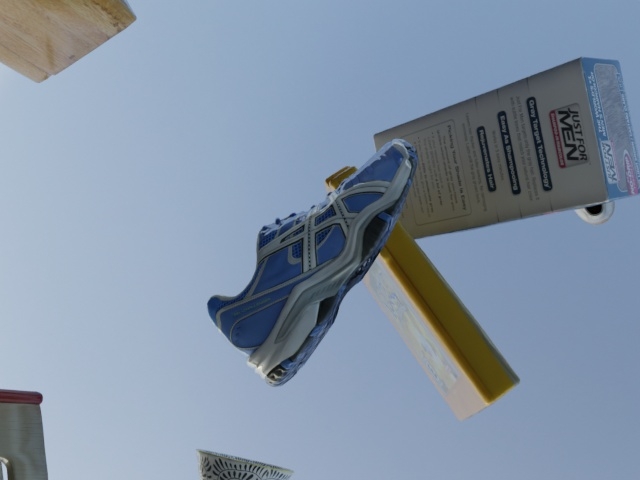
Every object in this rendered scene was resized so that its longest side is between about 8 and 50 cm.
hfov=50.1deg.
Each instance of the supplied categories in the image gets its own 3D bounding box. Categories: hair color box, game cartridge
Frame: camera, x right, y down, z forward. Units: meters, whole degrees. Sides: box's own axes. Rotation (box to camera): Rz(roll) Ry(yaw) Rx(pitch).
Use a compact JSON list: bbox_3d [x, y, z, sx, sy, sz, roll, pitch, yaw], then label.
[{"bbox_3d":[0.238,-0.108,0.935,0.347,0.105,0.174,-12,-92,50],"label":"hair color box"},{"bbox_3d":[0.114,0.077,0.883,0.052,0.285,0.324,-35,-108,-6],"label":"game cartridge"}]

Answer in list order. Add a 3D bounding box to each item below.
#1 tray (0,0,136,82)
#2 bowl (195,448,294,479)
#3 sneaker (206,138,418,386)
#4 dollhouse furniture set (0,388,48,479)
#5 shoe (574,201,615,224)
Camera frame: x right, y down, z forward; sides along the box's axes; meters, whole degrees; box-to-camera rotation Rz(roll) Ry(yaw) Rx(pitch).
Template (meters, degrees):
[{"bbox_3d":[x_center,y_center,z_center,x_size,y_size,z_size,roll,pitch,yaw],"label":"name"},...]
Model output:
[{"bbox_3d":[-0.202,-0.199,0.177,0.076,0.411,0.203,-32,-97,3],"label":"tray"},{"bbox_3d":[-0.133,0.400,1.125,0.170,0.170,0.080,1,-111,38],"label":"bowl"},{"bbox_3d":[0.000,0.000,0.505,0.081,0.080,0.211,33,-108,11],"label":"sneaker"},{"bbox_3d":[-0.395,0.173,0.561,0.374,0.201,0.152,-35,-125,38],"label":"dollhouse furniture set"},{"bbox_3d":[0.369,-0.129,0.987,0.076,0.058,0.219,-23,-101,31],"label":"shoe"}]
